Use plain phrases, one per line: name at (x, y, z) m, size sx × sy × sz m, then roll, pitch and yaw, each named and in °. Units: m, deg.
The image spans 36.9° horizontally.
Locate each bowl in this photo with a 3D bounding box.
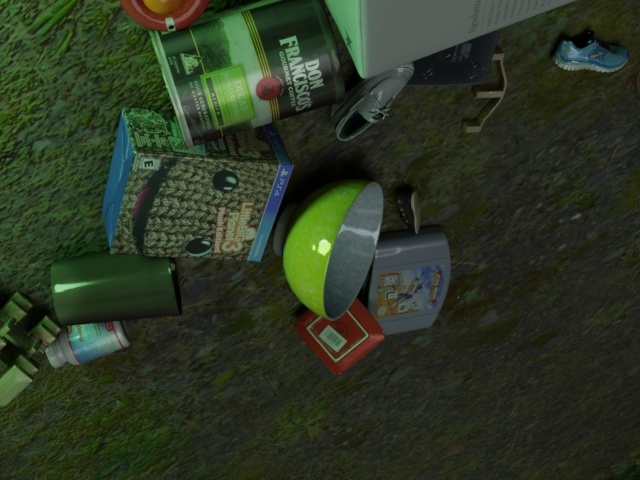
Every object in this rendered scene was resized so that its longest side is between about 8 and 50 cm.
bowl at (0.000, 0.000, 1.900) m, size 0.156 × 0.289 × 0.290 m, roll 18°, pitch 136°, yaw 19°

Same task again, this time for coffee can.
coffee can at (-0.120, -0.285, 1.581) m, size 0.275 × 0.202 × 0.202 m, roll -18°, pitch 135°, yaw -5°

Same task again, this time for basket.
basket at (-0.391, 0.085, 1.844) m, size 0.226 × 0.154 × 0.204 m, roll -8°, pitch 176°, yaw -5°

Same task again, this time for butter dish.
butter dish at (0.050, 0.190, 2.151) m, size 0.160 × 0.118 × 0.160 m, roll -41°, pitch 91°, yaw 16°

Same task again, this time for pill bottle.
pill bottle at (-0.477, 0.202, 1.960) m, size 0.160 × 0.087 × 0.087 m, roll -21°, pitch 135°, yaw -4°

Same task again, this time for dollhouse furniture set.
dollhouse furniture set at (-0.647, 0.192, 1.804) m, size 0.161 × 0.212 × 0.242 m, roll -42°, pitch 106°, yaw 15°

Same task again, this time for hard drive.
hard drive at (0.199, -0.365, 1.742) m, size 0.254 × 0.054 × 0.172 m, roll -3°, pitch 131°, yaw -18°

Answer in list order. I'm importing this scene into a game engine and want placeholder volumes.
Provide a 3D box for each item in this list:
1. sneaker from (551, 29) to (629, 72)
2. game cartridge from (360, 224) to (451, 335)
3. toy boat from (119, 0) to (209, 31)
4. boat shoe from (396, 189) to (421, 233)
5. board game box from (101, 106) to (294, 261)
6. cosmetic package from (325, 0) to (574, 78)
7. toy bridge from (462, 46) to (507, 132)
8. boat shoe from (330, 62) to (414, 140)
sneaker at (0.535, -0.371, 1.868) m, size 0.162 × 0.063 × 0.073 m, roll -5°, pitch 129°, yaw -19°
game cartridge at (0.193, 0.099, 2.165) m, size 0.198 × 0.062 × 0.297 m, roll -6°, pitch 132°, yaw -11°
toy boat at (-0.236, -0.392, 1.409) m, size 0.150 × 0.151 × 0.231 m, roll -9°, pitch 149°, yaw -3°
boat shoe at (0.189, -0.061, 2.025) m, size 0.042 × 0.049 × 0.133 m, roll 5°, pitch 148°, yaw 18°
board game box at (-0.230, -0.097, 1.750) m, size 0.290 × 0.141 × 0.232 m, roll 3°, pitch 129°, yaw -24°
cosmetic package at (0.174, -0.497, 1.353) m, size 0.393 × 0.330 × 0.327 m, roll -21°, pitch 160°, yaw -4°
toy bridge at (0.330, -0.292, 1.882) m, size 0.063 × 0.026 × 0.188 m, roll -6°, pitch 132°, yaw -19°
boat shoe at (0.096, -0.247, 1.725) m, size 0.079 × 0.081 × 0.227 m, roll 7°, pitch 157°, yaw -30°
